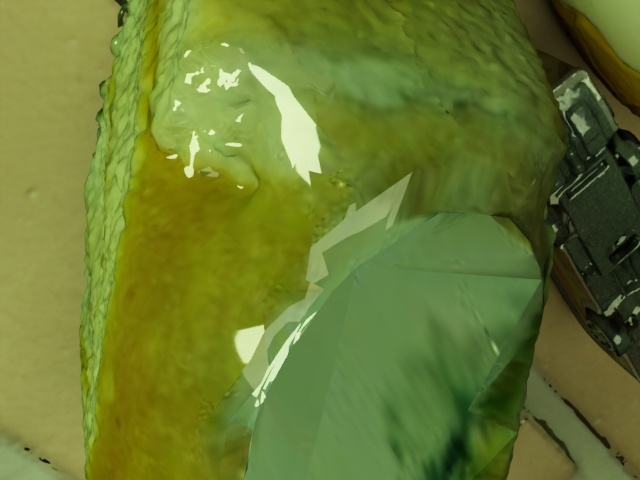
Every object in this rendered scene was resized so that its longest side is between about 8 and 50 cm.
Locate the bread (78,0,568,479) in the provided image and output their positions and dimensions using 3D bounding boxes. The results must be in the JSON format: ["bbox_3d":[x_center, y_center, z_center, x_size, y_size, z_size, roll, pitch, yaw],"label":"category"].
[{"bbox_3d":[0.002,-0.006,0.716,0.239,0.264,0.395,4,109,-15],"label":"bread"}]

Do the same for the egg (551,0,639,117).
[{"bbox_3d":[0.311,-0.170,0.827,0.337,0.201,0.337,-13,138,-11],"label":"egg"}]

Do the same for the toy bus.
[{"bbox_3d":[0.189,-0.013,0.949,0.092,0.106,0.268,-40,127,-4],"label":"toy bus"}]
